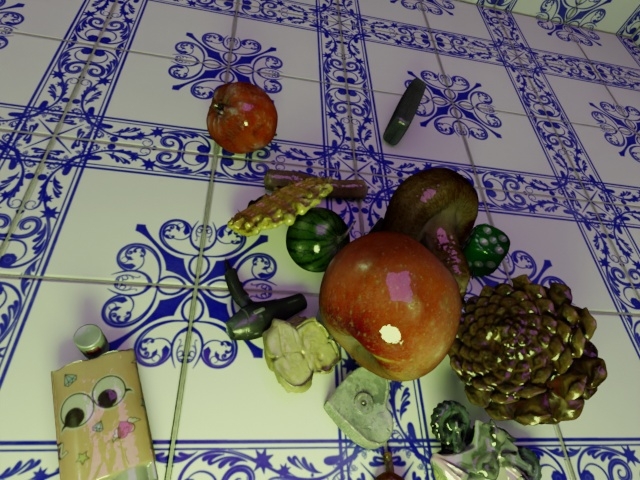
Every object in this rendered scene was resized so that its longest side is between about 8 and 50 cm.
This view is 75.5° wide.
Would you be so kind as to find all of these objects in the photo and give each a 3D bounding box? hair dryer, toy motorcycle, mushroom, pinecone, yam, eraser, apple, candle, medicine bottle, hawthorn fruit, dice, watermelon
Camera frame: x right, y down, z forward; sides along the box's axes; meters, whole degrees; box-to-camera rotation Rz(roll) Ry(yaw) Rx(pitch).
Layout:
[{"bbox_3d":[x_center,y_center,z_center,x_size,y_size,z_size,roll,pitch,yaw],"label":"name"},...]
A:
[{"bbox_3d":[-0.186,0.131,1.130,0.235,0.091,0.272,-19,59,-35],"label":"hair dryer"},{"bbox_3d":[0.381,0.528,0.976,0.326,0.143,0.188,34,63,-8],"label":"toy motorcycle"},{"bbox_3d":[0.154,0.549,0.938,0.088,0.073,0.130,-26,48,20],"label":"mushroom"},{"bbox_3d":[0.527,0.295,1.032,0.383,0.385,0.385,7,56,-10],"label":"pinecone"},{"bbox_3d":[0.335,-0.031,1.194,0.331,0.334,0.356,34,13,-27],"label":"mushroom"},{"bbox_3d":[-0.010,-0.186,1.382,0.356,0.081,0.081,3,56,-12],"label":"yam"},{"bbox_3d":[-0.456,0.392,0.876,0.171,0.087,0.291,-14,61,-21],"label":"eraser"},{"bbox_3d":[0.163,0.153,0.996,0.348,0.349,0.277,38,66,12],"label":"apple"},{"bbox_3d":[0.092,0.406,1.019,0.168,0.068,0.192,5,52,-10],"label":"candle"},{"bbox_3d":[-0.529,0.237,0.959,0.058,0.091,0.058,6,55,-9],"label":"medicine bottle"},{"bbox_3d":[-0.240,-0.407,1.409,0.271,0.242,0.242,9,48,-47],"label":"hawthorn fruit"},{"bbox_3d":[0.523,0.031,1.339,0.120,0.128,0.131,29,55,7],"label":"dice"},{"bbox_3d":[0.000,0.000,1.178,0.187,0.214,0.188,-5,97,-40],"label":"watermelon"}]

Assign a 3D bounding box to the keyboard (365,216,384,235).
[{"bbox_3d":[0.156,0.045,1.301,0.106,0.027,0.317,34,55,10],"label":"keyboard"}]

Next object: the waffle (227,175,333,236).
[{"bbox_3d":[-0.115,-0.106,1.212,0.312,0.307,0.060,-44,120,-43],"label":"waffle"}]

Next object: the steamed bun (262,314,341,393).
[{"bbox_3d":[-0.062,0.279,1.044,0.177,0.106,0.192,-32,78,-34],"label":"steamed bun"}]

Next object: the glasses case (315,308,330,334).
[{"bbox_3d":[0.043,0.167,1.164,0.076,0.049,0.197,19,66,6],"label":"glasses case"}]

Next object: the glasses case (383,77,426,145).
[{"bbox_3d":[0.339,-0.519,1.660,0.074,0.131,0.323,28,55,-1],"label":"glasses case"}]
